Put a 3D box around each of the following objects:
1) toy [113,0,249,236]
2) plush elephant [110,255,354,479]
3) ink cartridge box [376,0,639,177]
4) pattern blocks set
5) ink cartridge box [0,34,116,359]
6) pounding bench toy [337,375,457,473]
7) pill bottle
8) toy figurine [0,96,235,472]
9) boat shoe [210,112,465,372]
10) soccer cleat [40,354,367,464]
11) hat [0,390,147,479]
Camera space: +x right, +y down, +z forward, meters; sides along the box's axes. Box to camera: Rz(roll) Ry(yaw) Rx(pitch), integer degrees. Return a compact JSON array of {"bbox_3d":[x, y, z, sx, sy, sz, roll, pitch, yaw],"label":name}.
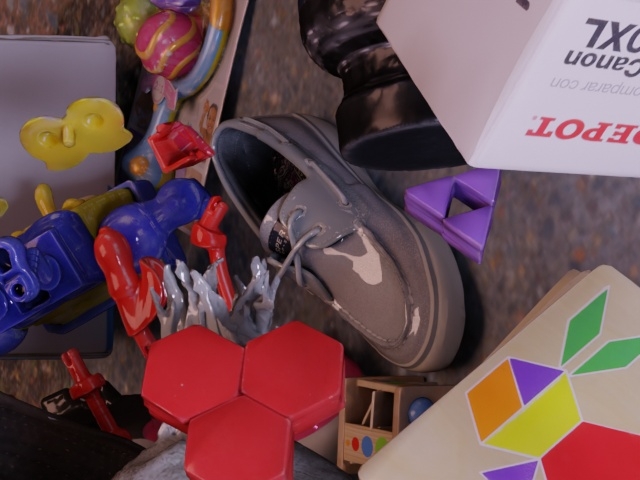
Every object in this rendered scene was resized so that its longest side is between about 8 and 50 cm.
[{"bbox_3d":[-0.108,-0.134,1.202,0.137,0.056,0.237,32,115,54],"label":"toy"},{"bbox_3d":[0.026,0.191,0.764,0.255,0.272,0.330,30,130,38],"label":"plush elephant"},{"bbox_3d":[0.152,-0.139,0.660,0.237,0.172,0.100,-62,39,36],"label":"ink cartridge box"},{"bbox_3d":[0.115,0.096,0.640,0.325,0.285,0.026,51,164,32],"label":"pattern blocks set"},{"bbox_3d":[-0.256,-0.033,1.321,0.307,0.129,0.223,-176,86,-68],"label":"ink cartridge box"},{"bbox_3d":[0.048,0.116,0.932,0.065,0.052,0.083,4,92,58],"label":"pounding bench toy"},{"bbox_3d":[0.046,-0.152,0.885,0.123,0.123,0.219,-23,69,56],"label":"pill bottle"},{"bbox_3d":[-0.171,0.055,1.102,0.362,0.217,0.191,-31,88,19],"label":"toy figurine"},{"bbox_3d":[0.000,-0.001,0.990,0.227,0.081,0.079,52,131,47],"label":"boat shoe"},{"bbox_3d":[-0.069,0.148,1.094,0.331,0.116,0.143,-15,112,46],"label":"soccer cleat"},{"bbox_3d":[-0.204,0.237,0.928,0.134,0.331,0.331,-124,43,-70],"label":"hat"}]
